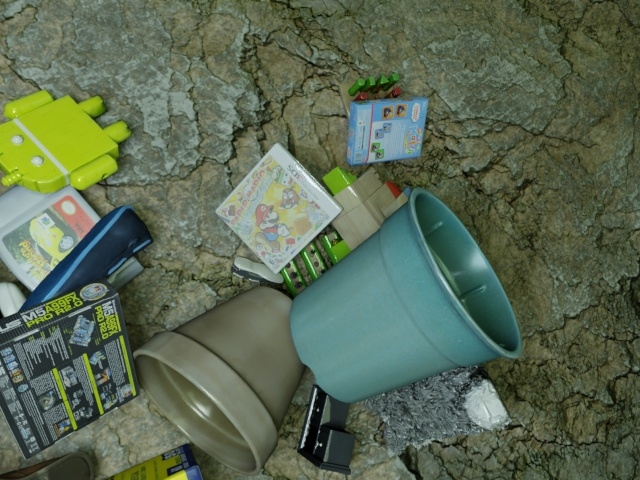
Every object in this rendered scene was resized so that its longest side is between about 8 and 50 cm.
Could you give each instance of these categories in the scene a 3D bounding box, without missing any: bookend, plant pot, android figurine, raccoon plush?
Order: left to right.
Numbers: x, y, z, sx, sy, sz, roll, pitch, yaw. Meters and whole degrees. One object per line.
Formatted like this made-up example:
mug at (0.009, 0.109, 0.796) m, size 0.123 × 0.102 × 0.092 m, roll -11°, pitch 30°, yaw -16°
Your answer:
android figurine at (-0.542, -0.202, 1.038) m, size 0.248 × 0.056 × 0.273 m, roll 46°, pitch 56°, yaw 8°
plant pot at (-0.165, 0.249, 1.023) m, size 0.323 × 0.323 × 0.280 m, roll 49°, pitch 52°, yaw -6°
bookend at (0.022, 0.413, 1.116) m, size 0.072 × 0.157 × 0.156 m, roll 19°, pitch 75°, yaw -17°
plant pot at (0.143, 0.132, 0.966) m, size 0.341 × 0.334 × 0.341 m, roll 39°, pitch 30°, yaw -28°
raccoon plush at (0.216, 0.339, 1.064) m, size 0.299 × 0.446 × 0.216 m, roll -27°, pitch 63°, yaw 10°

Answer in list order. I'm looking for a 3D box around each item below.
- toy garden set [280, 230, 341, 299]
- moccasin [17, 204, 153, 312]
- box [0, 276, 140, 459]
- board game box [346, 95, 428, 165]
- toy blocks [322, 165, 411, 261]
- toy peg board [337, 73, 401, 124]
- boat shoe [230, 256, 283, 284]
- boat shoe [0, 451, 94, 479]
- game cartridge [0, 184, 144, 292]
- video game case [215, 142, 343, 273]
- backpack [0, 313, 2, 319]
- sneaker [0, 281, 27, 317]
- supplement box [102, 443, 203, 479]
toy garden set at (0.000, 0.000, 1.238) m, size 0.244 × 0.049 × 0.204 m, roll -26°, pitch 90°, yaw -22°
moccasin at (-0.431, 0.079, 0.945) m, size 0.117 × 0.138 × 0.342 m, roll 51°, pitch 54°, yaw -28°
box at (-0.441, 0.221, 0.869) m, size 0.216 × 0.270 × 0.060 m, roll -27°, pitch 46°, yaw -36°
board game box at (0.174, -0.286, 1.312) m, size 0.211 × 0.039 × 0.160 m, roll -10°, pitch 122°, yaw -21°
toy blocks at (0.171, -0.036, 1.227) m, size 0.381 × 0.191 × 0.261 m, roll 53°, pitch 37°, yaw -5°
toy peg board at (0.152, -0.363, 1.342) m, size 0.161 × 0.079 × 0.160 m, roll -15°, pitch 86°, yaw -21°
boat shoe at (-0.148, 0.079, 1.176) m, size 0.125 × 0.038 × 0.046 m, roll 20°, pitch 32°, yaw -21°
boat shoe at (-0.535, 0.450, 0.843) m, size 0.104 × 0.307 × 0.111 m, roll -23°, pitch 74°, yaw 20°
game cartridge at (-0.539, 0.009, 1.039) m, size 0.196 × 0.060 × 0.294 m, roll -42°, pitch 96°, yaw -17°
video game case at (-0.098, -0.069, 1.140) m, size 0.206 × 0.026 × 0.227 m, roll 46°, pitch 112°, yaw 0°
backpack at (-0.725, 0.016, 0.857) m, size 0.273 × 0.290 × 0.355 m, roll -12°, pitch 78°, yaw -7°
sneaker at (-0.520, 0.192, 0.994) m, size 0.123 × 0.106 × 0.290 m, roll -33°, pitch 102°, yaw -28°
supplement box at (-0.377, 0.555, 0.924) m, size 0.356 × 0.194 × 0.195 m, roll -18°, pitch 87°, yaw -22°
